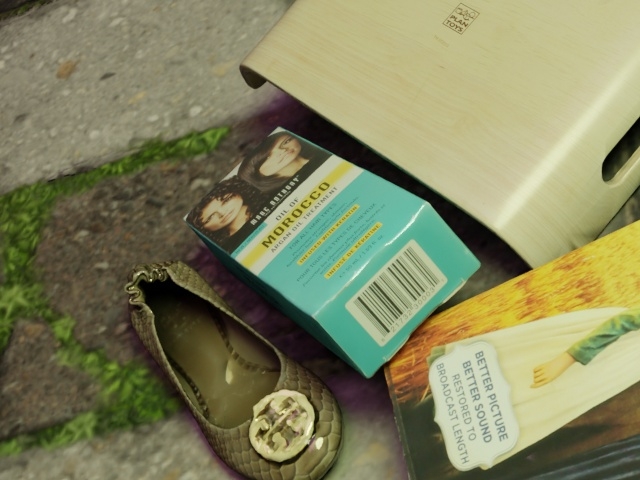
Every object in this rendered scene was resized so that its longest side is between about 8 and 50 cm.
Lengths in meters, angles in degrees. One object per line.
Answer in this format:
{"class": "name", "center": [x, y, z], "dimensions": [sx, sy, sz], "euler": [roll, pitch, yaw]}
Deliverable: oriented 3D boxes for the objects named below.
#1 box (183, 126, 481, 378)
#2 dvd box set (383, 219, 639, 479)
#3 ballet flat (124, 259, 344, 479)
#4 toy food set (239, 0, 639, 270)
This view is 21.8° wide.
{"class": "box", "center": [0.000, 0.000, 1.085], "dimensions": [0.100, 0.060, 0.244], "euler": [-45, 27, -7]}
{"class": "dvd box set", "center": [0.251, 0.092, 0.879], "dimensions": [0.420, 0.062, 0.307], "euler": [-25, 44, 14]}
{"class": "ballet flat", "center": [-0.068, 0.079, 1.111], "dimensions": [0.084, 0.058, 0.250], "euler": [-42, 42, -3]}
{"class": "toy food set", "center": [0.112, -0.128, 1.143], "dimensions": [0.306, 0.092, 0.220], "euler": [36, 81, 35]}
